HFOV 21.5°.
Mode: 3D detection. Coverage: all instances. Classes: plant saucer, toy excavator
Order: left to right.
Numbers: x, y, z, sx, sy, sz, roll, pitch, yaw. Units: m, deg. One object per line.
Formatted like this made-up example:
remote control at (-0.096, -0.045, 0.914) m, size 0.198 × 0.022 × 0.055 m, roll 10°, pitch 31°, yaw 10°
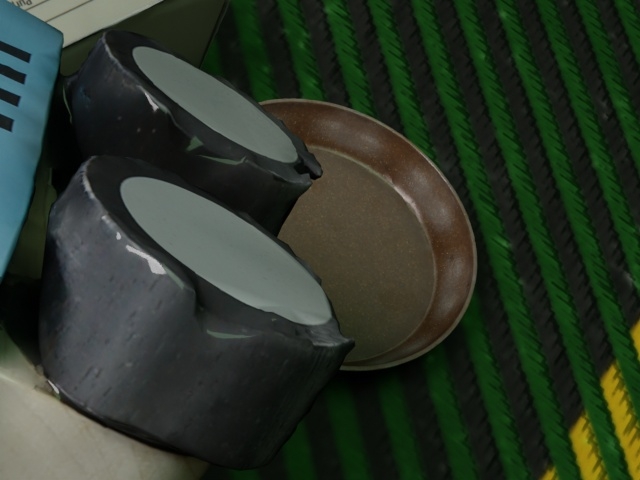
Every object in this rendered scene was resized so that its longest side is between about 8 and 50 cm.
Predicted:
toy excavator at (-0.242, -0.051, 0.651) m, size 0.445 × 0.222 × 0.433 m, roll 30°, pitch 16°, yaw -17°
plant saucer at (0.000, 0.000, 0.888) m, size 0.168 × 0.029 × 0.168 m, roll 10°, pitch 55°, yaw -15°

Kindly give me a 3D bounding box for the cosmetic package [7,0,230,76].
cosmetic package at (-0.205, -0.189, 0.880) m, size 0.160 × 0.113 × 0.309 m, roll -31°, pitch 74°, yaw -35°
